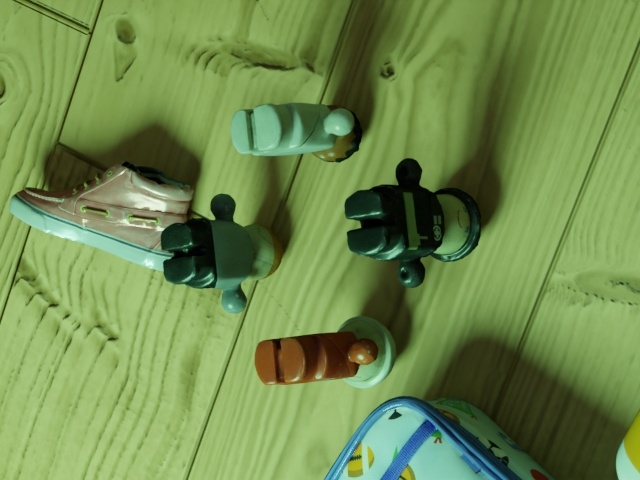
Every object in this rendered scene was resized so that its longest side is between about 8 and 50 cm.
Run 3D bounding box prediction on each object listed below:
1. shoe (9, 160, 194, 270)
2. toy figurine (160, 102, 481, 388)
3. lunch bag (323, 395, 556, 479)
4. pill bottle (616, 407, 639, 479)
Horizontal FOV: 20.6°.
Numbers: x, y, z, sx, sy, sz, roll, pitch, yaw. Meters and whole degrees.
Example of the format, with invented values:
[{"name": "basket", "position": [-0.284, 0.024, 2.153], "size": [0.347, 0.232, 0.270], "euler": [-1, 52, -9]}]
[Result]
[{"name": "shoe", "position": [-0.195, -0.037, 1.586], "size": [0.178, 0.063, 0.081], "euler": [19, 100, 23]}, {"name": "toy figurine", "position": [0.000, 0.000, 1.432], "size": [0.209, 0.148, 0.213], "euler": [41, 113, 28]}, {"name": "lunch bag", "position": [0.070, 0.286, 1.410], "size": [0.243, 0.115, 0.303], "euler": [41, 107, 26]}, {"name": "pill bottle", "position": [0.296, 0.140, 1.258], "size": [0.136, 0.136, 0.245], "euler": [34, 114, 25]}]
